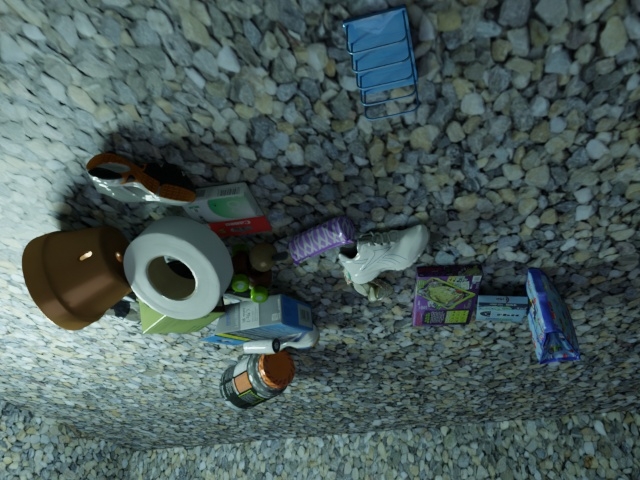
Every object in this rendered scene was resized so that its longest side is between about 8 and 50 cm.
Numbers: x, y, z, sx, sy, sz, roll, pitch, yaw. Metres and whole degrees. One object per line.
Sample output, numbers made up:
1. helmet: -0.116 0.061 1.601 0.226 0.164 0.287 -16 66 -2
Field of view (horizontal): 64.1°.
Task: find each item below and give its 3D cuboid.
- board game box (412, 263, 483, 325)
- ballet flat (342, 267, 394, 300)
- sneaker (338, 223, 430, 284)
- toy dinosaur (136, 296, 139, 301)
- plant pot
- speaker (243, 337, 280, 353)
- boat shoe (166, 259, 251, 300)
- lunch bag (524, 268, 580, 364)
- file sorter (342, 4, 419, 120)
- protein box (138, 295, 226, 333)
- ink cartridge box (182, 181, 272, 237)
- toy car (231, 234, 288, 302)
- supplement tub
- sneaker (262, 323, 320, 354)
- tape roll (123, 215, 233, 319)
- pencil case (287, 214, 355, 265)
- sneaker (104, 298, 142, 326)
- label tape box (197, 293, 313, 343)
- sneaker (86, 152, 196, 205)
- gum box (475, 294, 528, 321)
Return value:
1. board game box: 0.426 0.195 1.752 0.208 0.056 0.347 -6 144 3
2. ballet flat: 0.158 0.154 1.675 0.091 0.077 0.241 -29 135 35
3. sneaker: 0.179 0.028 1.477 0.297 0.111 0.129 -29 120 29
4. toy dinosaur: -0.551 0.129 1.678 0.268 0.064 0.118 -27 150 33
5. plant pot: -0.658 0.083 1.458 0.203 0.291 0.291 -24 140 5
6. speaker: -0.221 0.395 1.915 0.136 0.055 0.055 -8 145 29
7. boat shoe: -0.325 0.110 1.586 0.340 0.127 0.113 17 142 -23
8. lunch bag: 0.736 0.239 1.649 0.138 0.221 0.293 -14 142 21
9. file sorter: 0.120 -0.330 0.975 0.118 0.105 0.170 -8 144 14
10. protein box: -0.454 0.207 1.671 0.201 0.136 0.199 7 149 -42
11. ink cartridge box: -0.252 -0.063 1.407 0.180 0.056 0.225 -7 143 13
12. toy car: -0.161 0.061 1.506 0.188 0.155 0.149 -35 129 22
13. supplement tub: -0.269 0.587 2.184 0.207 0.207 0.338 25 139 -30
14. sneaker: -0.153 0.350 1.959 0.296 0.112 0.131 -14 124 19
15. tape roll: -0.392 0.079 1.413 0.286 0.100 0.286 7 122 10
16. pencil case: 0.000 0.000 1.455 0.206 0.088 0.086 -26 139 31
17. sneaker: -0.711 0.249 1.819 0.234 0.094 0.153 11 156 3
18. label tape box: -0.227 0.283 1.792 0.333 0.106 0.240 -13 159 20
19. sneaker: -0.444 -0.136 1.288 0.262 0.099 0.121 16 150 -8
20. gum box: 0.619 0.235 1.758 0.156 0.041 0.184 1 158 15
